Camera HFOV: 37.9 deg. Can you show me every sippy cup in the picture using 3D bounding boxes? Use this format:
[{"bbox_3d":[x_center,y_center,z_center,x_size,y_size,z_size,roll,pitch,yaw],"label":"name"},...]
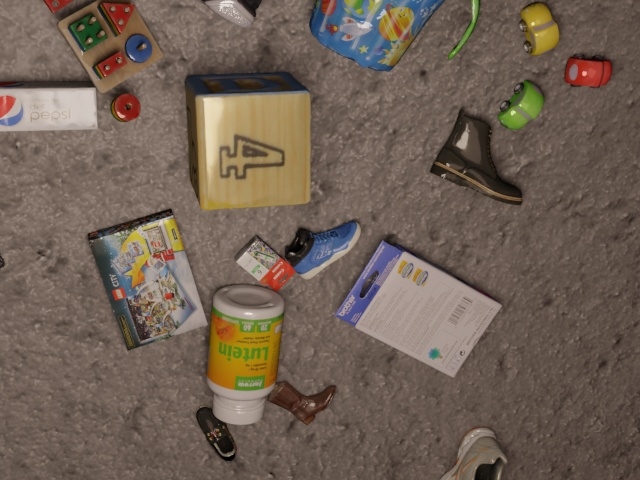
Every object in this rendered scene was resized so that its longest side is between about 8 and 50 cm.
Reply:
[{"bbox_3d":[0.097,-0.417,1.574,0.240,0.305,0.224,3,123,-45],"label":"sippy cup"}]

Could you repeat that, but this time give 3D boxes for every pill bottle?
[{"bbox_3d":[-0.147,0.220,1.775,0.136,0.136,0.245,2,109,-15],"label":"pill bottle"}]

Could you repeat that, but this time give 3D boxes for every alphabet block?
[{"bbox_3d":[-0.127,-0.176,1.610,0.194,0.192,0.197,-4,111,-11],"label":"alphabet block"}]

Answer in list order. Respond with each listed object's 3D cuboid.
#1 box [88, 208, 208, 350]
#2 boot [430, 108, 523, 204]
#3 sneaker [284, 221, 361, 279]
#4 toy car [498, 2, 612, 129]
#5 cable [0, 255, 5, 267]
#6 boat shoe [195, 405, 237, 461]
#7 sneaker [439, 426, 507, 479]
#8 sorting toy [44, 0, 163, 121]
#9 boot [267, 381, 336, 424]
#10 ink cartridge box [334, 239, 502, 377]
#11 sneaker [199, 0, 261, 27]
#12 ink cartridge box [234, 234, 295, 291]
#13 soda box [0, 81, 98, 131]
[{"bbox_3d":[-0.318,0.074,1.728,0.159,0.044,0.233,-17,113,-8],"label":"box"},{"bbox_3d":[0.327,-0.157,1.803,0.198,0.077,0.137,19,98,-21],"label":"boot"},{"bbox_3d":[0.000,0.001,1.777,0.152,0.058,0.084,-38,123,8],"label":"sneaker"},{"bbox_3d":[0.431,-0.304,1.783,0.239,0.053,0.225,33,98,-23],"label":"toy car"},{"bbox_3d":[-0.656,0.019,1.624,0.151,0.047,0.184,-37,114,7],"label":"cable"},{"bbox_3d":[-0.207,0.388,1.874,0.049,0.042,0.133,-29,113,-1],"label":"boat shoe"},{"bbox_3d":[0.323,0.543,2.025,0.099,0.121,0.262,15,105,-18],"label":"sneaker"},{"bbox_3d":[-0.345,-0.341,1.537,0.132,0.046,0.274,-38,108,-25],"label":"sorting toy"},{"bbox_3d":[-0.039,0.310,1.895,0.114,0.037,0.106,39,94,-19],"label":"boot"},{"bbox_3d":[0.192,0.133,1.875,0.311,0.065,0.185,28,100,-24],"label":"ink cartridge box"},{"bbox_3d":[-0.189,-0.481,1.535,0.269,0.101,0.153,31,98,-28],"label":"sneaker"},{"bbox_3d":[-0.102,0.049,1.784,0.063,0.029,0.115,-46,113,4],"label":"ink cartridge box"},{"bbox_3d":[-0.486,-0.226,1.562,0.216,0.069,0.073,-3,110,-14],"label":"soda box"}]
